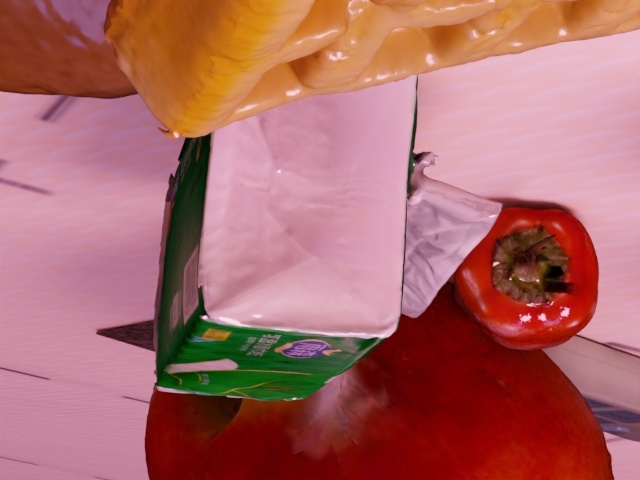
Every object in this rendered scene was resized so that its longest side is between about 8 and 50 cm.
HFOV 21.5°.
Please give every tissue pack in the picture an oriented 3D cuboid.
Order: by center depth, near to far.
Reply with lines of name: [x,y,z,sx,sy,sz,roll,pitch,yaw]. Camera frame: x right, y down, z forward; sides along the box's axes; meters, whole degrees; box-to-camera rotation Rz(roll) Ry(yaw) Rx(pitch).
tissue pack: [0.000,-0.001,0.892,0.156,0.148,0.209,4,165,-10]

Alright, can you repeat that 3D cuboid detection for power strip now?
power strip: [0.216,0.119,1.367,0.270,0.046,0.118,19,161,-32]

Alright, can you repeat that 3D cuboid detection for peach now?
peach: [0.055,0.152,1.170,0.338,0.281,0.281,24,158,-32]

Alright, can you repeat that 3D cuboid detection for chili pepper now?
chili pepper: [0.127,0.021,1.024,0.086,0.084,0.192,-21,166,-5]

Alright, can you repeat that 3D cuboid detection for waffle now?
waffle: [0.073,-0.105,0.505,0.248,0.055,0.221,-13,172,-20]

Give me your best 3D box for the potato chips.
potato chips: [-0.142,-0.100,0.821,0.202,0.049,0.150,6,161,22]

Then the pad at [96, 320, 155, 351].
pad: [-0.077,0.092,1.507,0.158,0.003,0.235,20,161,-34]
